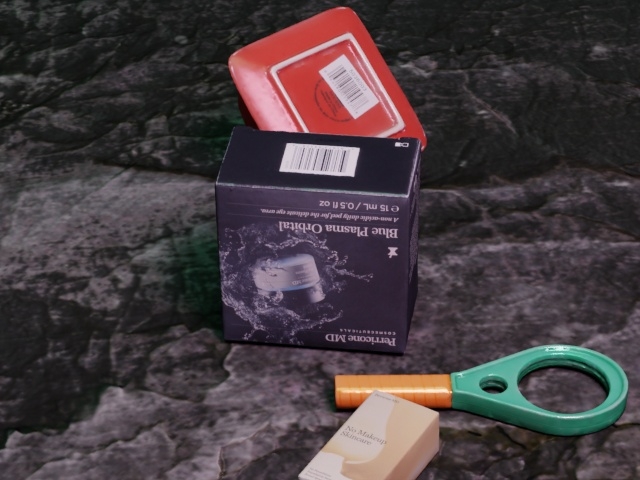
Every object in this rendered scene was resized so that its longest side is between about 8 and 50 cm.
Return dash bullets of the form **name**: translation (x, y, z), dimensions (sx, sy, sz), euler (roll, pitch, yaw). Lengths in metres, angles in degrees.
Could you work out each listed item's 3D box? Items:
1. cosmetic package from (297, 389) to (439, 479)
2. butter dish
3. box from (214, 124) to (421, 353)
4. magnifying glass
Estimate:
- **cosmetic package**: translation (0.037, 0.165, 1.343), dimensions (0.060, 0.041, 0.115), euler (17, 39, 24)
- **butter dish**: translation (-0.010, -0.111, 1.681), dimensions (0.160, 0.118, 0.160), euler (-28, 85, -32)
- **box**: translation (0.000, 0.000, 1.475), dimensions (0.156, 0.158, 0.093), euler (4, 35, 7)
- **magnifying glass**: translation (0.127, 0.117, 1.425), dimensions (0.231, 0.026, 0.092), euler (-2, 35, -1)
